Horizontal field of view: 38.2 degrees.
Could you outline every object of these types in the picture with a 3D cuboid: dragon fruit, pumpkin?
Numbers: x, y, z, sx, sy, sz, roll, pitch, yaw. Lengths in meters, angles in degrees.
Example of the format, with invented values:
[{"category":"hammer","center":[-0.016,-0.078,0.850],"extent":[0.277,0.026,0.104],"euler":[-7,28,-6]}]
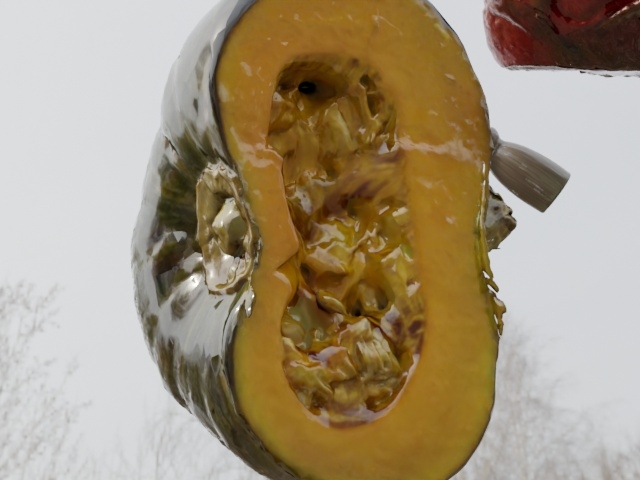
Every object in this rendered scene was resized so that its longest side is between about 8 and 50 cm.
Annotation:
[{"category":"dragon fruit","center":[0.308,-0.230,0.820],"extent":[0.344,0.100,0.282],"euler":[7,-46,18]},{"category":"pumpkin","center":[0.000,0.000,0.624],"extent":[0.242,0.324,0.232],"euler":[4,-10,-22]}]

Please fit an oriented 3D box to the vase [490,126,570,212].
[{"category":"vase","center":[0.210,-0.077,0.984],"extent":[0.101,0.053,0.053],"euler":[34,-39,6]}]
